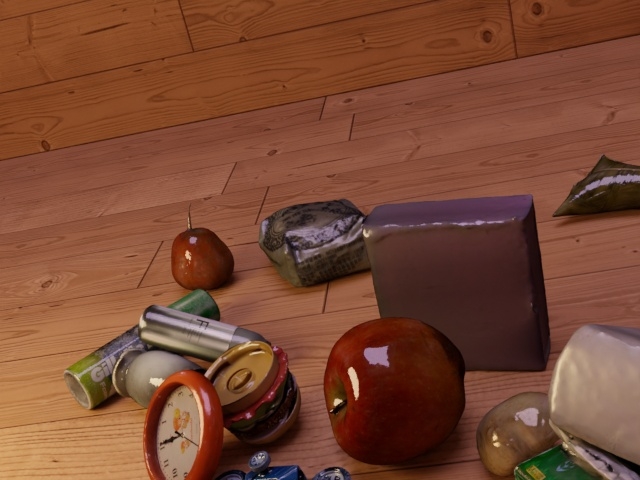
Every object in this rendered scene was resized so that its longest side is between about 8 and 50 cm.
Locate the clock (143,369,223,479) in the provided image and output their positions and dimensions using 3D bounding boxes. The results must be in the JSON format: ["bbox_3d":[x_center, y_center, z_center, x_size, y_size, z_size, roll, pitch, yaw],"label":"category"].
[{"bbox_3d":[-0.218,0.310,1.446,0.051,0.205,0.205,14,4,-39],"label":"clock"}]

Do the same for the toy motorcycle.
[{"bbox_3d":[-0.077,0.387,1.315,0.254,0.092,0.136,-10,33,29],"label":"toy motorcycle"}]

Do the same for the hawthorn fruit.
[{"bbox_3d":[-0.288,0.034,2.063,0.149,0.189,0.149,-40,11,10],"label":"hawthorn fruit"}]

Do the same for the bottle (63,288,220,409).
[{"bbox_3d":[-0.350,0.210,1.814,0.330,0.093,0.093,-33,31,-34],"label":"bottle"}]

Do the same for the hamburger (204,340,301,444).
[{"bbox_3d":[-0.107,0.262,1.520,0.175,0.137,0.175,-25,34,18],"label":"hamburger"}]

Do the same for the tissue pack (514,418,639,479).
[{"bbox_3d":[0.360,0.323,1.132,0.148,0.156,0.209,-19,24,-15],"label":"tissue pack"}]

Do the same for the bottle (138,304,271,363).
[{"bbox_3d":[-0.223,0.195,1.728,0.253,0.079,0.096,14,66,8],"label":"bottle"}]

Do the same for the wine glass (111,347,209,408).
[{"bbox_3d":[-0.289,0.259,1.660,0.204,0.111,0.111,8,33,43],"label":"wine glass"}]

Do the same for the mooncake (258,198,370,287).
[{"bbox_3d":[-0.002,-0.005,2.025,0.254,0.136,0.250,-18,22,-9],"label":"mooncake"}]

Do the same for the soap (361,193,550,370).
[{"bbox_3d":[0.233,0.079,1.544,0.285,0.296,0.107,-2,25,21],"label":"soap"}]

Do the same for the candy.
[{"bbox_3d":[0.482,0.211,1.090,0.208,0.145,0.358,7,7,-42],"label":"candy"}]

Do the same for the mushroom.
[{"bbox_3d":[0.292,0.280,1.305,0.148,0.112,0.148,-24,-9,-4],"label":"mushroom"}]

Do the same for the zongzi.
[{"bbox_3d":[0.627,-0.090,1.915,0.204,0.094,0.205,-33,31,-27],"label":"zongzi"}]

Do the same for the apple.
[{"bbox_3d":[0.119,0.229,1.388,0.229,0.230,0.230,-12,25,6],"label":"apple"}]
